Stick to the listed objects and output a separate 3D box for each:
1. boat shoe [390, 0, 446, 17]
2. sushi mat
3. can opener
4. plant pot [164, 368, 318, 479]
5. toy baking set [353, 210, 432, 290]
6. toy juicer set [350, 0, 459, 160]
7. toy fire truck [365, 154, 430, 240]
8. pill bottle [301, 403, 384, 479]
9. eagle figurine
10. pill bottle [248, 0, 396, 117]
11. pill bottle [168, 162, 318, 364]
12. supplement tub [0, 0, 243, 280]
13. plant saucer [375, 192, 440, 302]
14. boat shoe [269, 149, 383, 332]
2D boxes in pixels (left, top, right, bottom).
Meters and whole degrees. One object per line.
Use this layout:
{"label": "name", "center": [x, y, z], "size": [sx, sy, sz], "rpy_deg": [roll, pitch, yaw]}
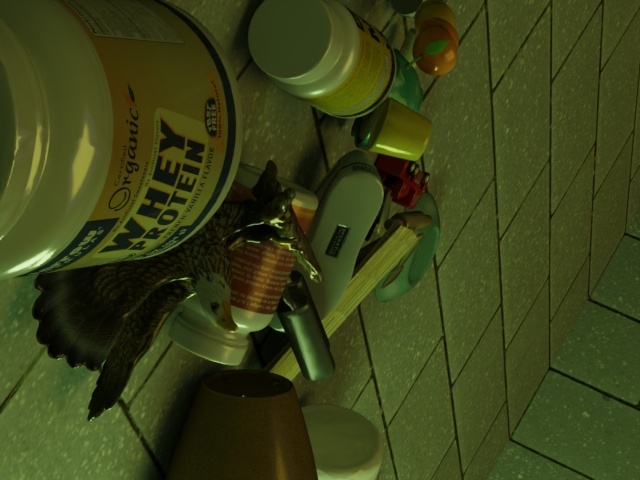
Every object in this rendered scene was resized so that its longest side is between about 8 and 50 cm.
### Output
{"label": "boat shoe", "center": [0.153, -0.376, 2.006], "size": [0.183, 0.065, 0.083], "rpy_deg": [-63, 161, 14]}
{"label": "sushi mat", "center": [0.019, 0.100, 2.133], "size": [0.316, 0.019, 0.151], "rpy_deg": [-48, 164, 1]}
{"label": "can opener", "center": [-0.058, 0.084, 1.945], "size": [0.283, 0.095, 0.076], "rpy_deg": [70, 3, -48]}
{"label": "plant pot", "center": [-0.102, 0.303, 1.961], "size": [0.237, 0.237, 0.254], "rpy_deg": [-22, 118, -61]}
{"label": "toy baking set", "center": [0.084, 0.027, 2.254], "size": [0.197, 0.030, 0.256], "rpy_deg": [-48, 165, 23]}
{"label": "toy juicer set", "center": [0.092, -0.213, 1.952], "size": [0.329, 0.089, 0.209], "rpy_deg": [-141, -108, -80]}
{"label": "toy fire truck", "center": [0.095, -0.059, 2.233], "size": [0.135, 0.047, 0.192], "rpy_deg": [-65, 160, -1]}
{"label": "pill bottle", "center": [-0.007, 0.413, 2.342], "size": [0.169, 0.169, 0.302], "rpy_deg": [-39, 147, -50]}
{"label": "eagle figurine", "center": [-0.156, 0.033, 1.589], "size": [0.298, 0.225, 0.226], "rpy_deg": [-26, 107, -4]}
{"label": "pill bottle", "center": [0.002, -0.212, 1.734], "size": [0.119, 0.119, 0.208], "rpy_deg": [-67, 160, 3]}
{"label": "pill bottle", "center": [-0.095, 0.027, 1.765], "size": [0.216, 0.121, 0.121], "rpy_deg": [-68, 159, 6]}
{"label": "supplement tub", "center": [-0.222, -0.087, 1.176], "size": [0.316, 0.228, 0.228], "rpy_deg": [-10, 123, -65]}
{"label": "plant saucer", "center": [0.152, 0.019, 2.474], "size": [0.195, 0.037, 0.195], "rpy_deg": [-51, 156, -33]}
{"label": "boat shoe", "center": [0.000, 0.000, 2.020], "size": [0.088, 0.096, 0.268], "rpy_deg": [-98, -152, -59]}
